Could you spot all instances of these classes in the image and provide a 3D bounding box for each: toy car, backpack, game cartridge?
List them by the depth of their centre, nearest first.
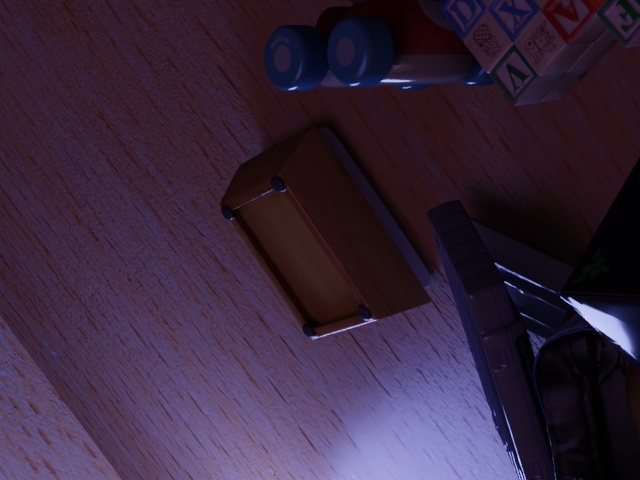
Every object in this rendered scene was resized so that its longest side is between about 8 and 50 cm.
[{"bbox_3d":[0.072,-0.287,1.555,0.210,0.219,0.238,3,97,50],"label":"toy car"},{"bbox_3d":[0.376,0.175,1.583,0.276,0.213,0.263,-14,116,34],"label":"backpack"},{"bbox_3d":[0.224,0.149,1.731,0.230,0.068,0.355,-117,6,-61],"label":"game cartridge"}]

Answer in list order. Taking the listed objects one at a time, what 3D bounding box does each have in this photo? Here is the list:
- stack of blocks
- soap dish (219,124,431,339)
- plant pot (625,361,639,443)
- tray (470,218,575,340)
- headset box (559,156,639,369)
[{"bbox_3d":[0.261,-0.253,1.273,0.171,0.087,0.297,57,131,20],"label":"stack of blocks"},{"bbox_3d":[0.000,0.000,1.973,0.291,0.118,0.229,56,148,-8],"label":"soap dish"},{"bbox_3d":[0.430,0.163,1.335,0.237,0.237,0.254,52,-175,-3],"label":"plant pot"},{"bbox_3d":[0.272,0.074,1.790,0.270,0.030,0.145,27,141,33],"label":"tray"},{"bbox_3d":[0.384,-0.007,1.270,0.131,0.283,0.246,41,161,-23],"label":"headset box"}]
